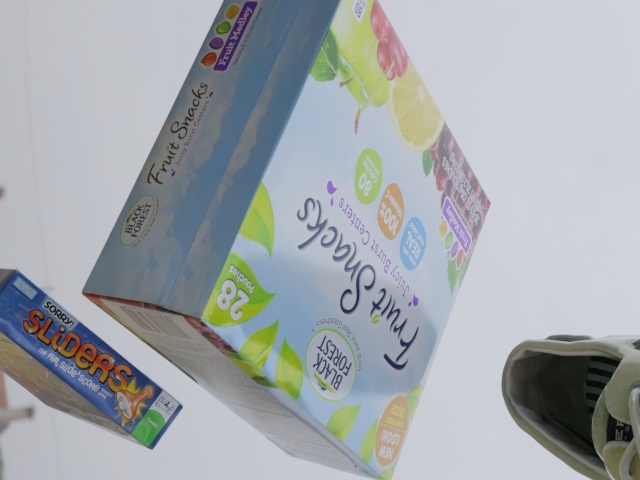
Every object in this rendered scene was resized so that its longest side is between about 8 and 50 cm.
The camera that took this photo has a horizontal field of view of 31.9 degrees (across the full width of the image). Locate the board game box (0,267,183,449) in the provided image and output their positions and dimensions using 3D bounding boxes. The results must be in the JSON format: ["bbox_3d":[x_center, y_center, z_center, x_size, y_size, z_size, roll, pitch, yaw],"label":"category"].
[{"bbox_3d":[-0.187,0.071,0.733,0.136,0.035,0.201,45,-21,-25],"label":"board game box"}]

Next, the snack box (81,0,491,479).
[{"bbox_3d":[0.000,0.000,0.537,0.070,0.207,0.175,9,-115,32],"label":"snack box"}]

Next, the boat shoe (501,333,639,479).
[{"bbox_3d":[0.173,0.094,0.516,0.302,0.094,0.109,170,-77,-78],"label":"boat shoe"}]
